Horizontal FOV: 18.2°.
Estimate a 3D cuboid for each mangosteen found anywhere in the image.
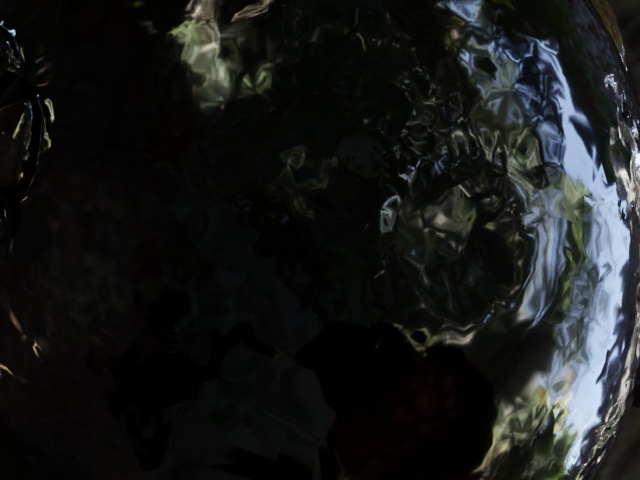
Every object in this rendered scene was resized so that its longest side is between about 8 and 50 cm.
[{"bbox_3d":[0.000,0.000,0.918,0.435,0.382,0.382,11,15,-43],"label":"mangosteen"}]
